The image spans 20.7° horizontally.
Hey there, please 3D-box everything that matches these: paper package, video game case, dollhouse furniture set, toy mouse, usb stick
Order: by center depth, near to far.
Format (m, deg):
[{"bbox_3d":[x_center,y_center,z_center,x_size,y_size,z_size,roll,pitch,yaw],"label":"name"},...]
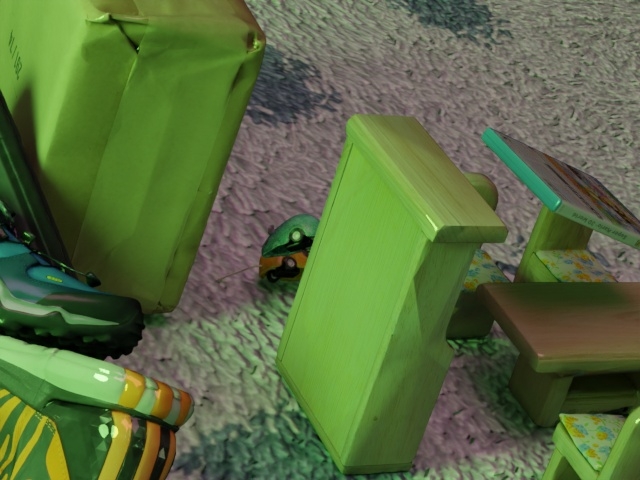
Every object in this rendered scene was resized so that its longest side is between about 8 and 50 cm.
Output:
[{"bbox_3d":[-0.253,-0.021,1.428,0.077,0.278,0.045,-18,6,39],"label":"usb stick"},{"bbox_3d":[0.193,0.048,1.540,0.394,0.256,0.362,1,34,-28],"label":"dollhouse furniture set"},{"bbox_3d":[0.229,-0.042,1.572,0.166,0.015,0.119,20,22,-43],"label":"video game case"},{"bbox_3d":[-0.205,-0.137,1.577,0.168,0.309,0.325,5,32,-26],"label":"paper package"},{"bbox_3d":[0.000,0.000,1.636,0.161,0.143,0.031,2,66,-27],"label":"toy mouse"}]

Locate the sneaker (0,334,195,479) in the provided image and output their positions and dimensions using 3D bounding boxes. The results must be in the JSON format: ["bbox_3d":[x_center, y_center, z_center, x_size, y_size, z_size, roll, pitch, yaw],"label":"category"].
[{"bbox_3d":[-0.220,0.165,1.252,0.124,0.180,0.321,24,-11,-29],"label":"sneaker"}]

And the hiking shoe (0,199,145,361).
[{"bbox_3d":[-0.272,0.001,1.351,0.304,0.132,0.113,17,-15,4],"label":"hiking shoe"}]
